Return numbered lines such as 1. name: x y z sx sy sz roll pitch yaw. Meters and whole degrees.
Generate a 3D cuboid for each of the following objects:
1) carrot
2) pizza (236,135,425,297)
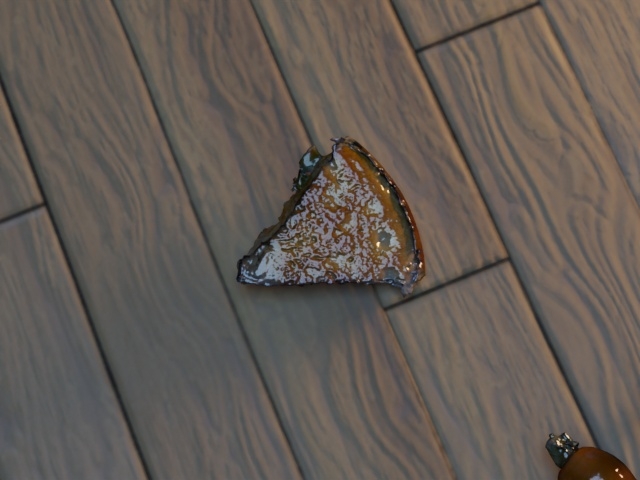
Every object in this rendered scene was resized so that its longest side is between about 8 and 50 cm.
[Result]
1. carrot: 0.338 0.309 1.642 0.069 0.069 0.336 -43 78 -8
2. pizza: 0.000 0.000 1.759 0.195 0.052 0.185 -26 81 -8
